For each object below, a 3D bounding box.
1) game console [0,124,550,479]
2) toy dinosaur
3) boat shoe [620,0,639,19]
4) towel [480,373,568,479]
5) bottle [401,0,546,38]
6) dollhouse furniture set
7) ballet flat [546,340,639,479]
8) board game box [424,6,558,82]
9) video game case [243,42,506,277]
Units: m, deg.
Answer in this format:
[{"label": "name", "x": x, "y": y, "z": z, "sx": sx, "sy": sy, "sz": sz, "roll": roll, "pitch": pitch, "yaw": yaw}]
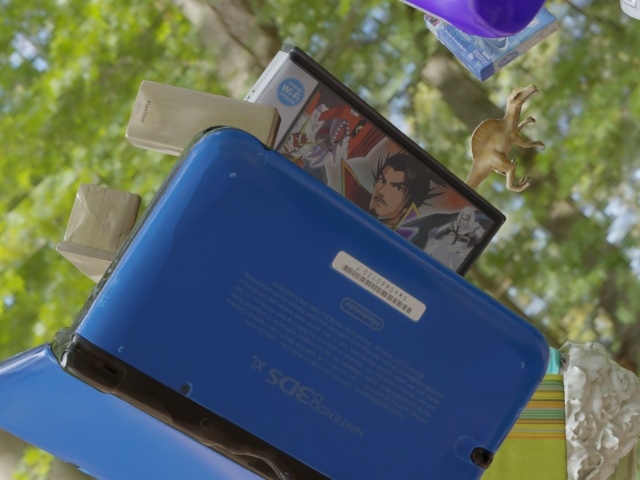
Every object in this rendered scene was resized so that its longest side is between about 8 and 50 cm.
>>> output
[{"label": "game console", "x": -0.045, "y": 0.086, "z": 1.027, "sx": 0.293, "sy": 0.173, "sz": 0.250, "roll": 33, "pitch": -91, "yaw": -26}, {"label": "toy dinosaur", "x": 0.204, "y": -0.097, "z": 1.830, "sx": 0.092, "sy": 0.053, "sz": 0.183, "roll": 32, "pitch": -92, "yaw": -37}, {"label": "boat shoe", "x": 0.352, "y": -0.188, "z": 0.962, "sx": 0.121, "sy": 0.335, "sz": 0.119, "roll": -85, "pitch": -4, "yaw": -64}, {"label": "towel", "x": 0.143, "y": 0.182, "z": 1.231, "sx": 0.237, "sy": 0.102, "sz": 0.021, "roll": -78, "pitch": -15, "yaw": -57}, {"label": "bottle", "x": 0.050, "y": -0.239, "z": 1.123, "sx": 0.092, "sy": 0.283, "sz": 0.118, "roll": 21, "pitch": -81, "yaw": -47}, {"label": "dollhouse furniture set", "x": -0.113, "y": -0.033, "z": 1.291, "sx": 0.123, "sy": 0.144, "sz": 0.151, "roll": 65, "pitch": -141, "yaw": -74}, {"label": "ballet flat", "x": 0.200, "y": 0.294, "z": 1.450, "sx": 0.147, "sy": 0.147, "sz": 0.409, "roll": 9, "pitch": -74, "yaw": -66}, {"label": "board game box", "x": 0.158, "y": -0.203, "z": 1.457, "sx": 0.090, "sy": 0.090, "sz": 0.020, "roll": -35, "pitch": -32, "yaw": -8}, {"label": "video game case", "x": 0.000, "y": 0.000, "z": 1.436, "sx": 0.248, "sy": 0.275, "sz": 0.035, "roll": -54, "pitch": 23, "yaw": -2}]
